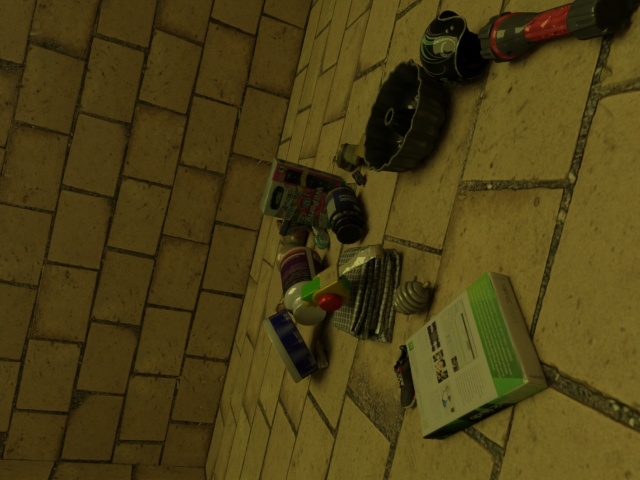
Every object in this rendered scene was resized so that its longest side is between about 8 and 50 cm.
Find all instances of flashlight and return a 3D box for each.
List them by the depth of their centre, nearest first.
[{"bbox_3d":[0.437,-0.416,0.880,0.304,0.103,0.103,-134,59,-68],"label":"flashlight"}]

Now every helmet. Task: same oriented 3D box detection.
[{"bbox_3d":[0.331,-0.486,1.137,0.161,0.169,0.170,40,117,50],"label":"helmet"}]

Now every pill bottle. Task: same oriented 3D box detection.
[{"bbox_3d":[0.088,-0.092,1.635,0.219,0.122,0.123,-101,30,-48],"label":"pill bottle"},{"bbox_3d":[-0.064,0.181,1.801,0.323,0.181,0.182,-104,32,-53],"label":"pill bottle"}]

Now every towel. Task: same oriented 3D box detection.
[{"bbox_3d":[0.127,0.158,1.370,0.235,0.121,0.284,168,113,-70],"label":"towel"}]

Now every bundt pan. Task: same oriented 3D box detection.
[{"bbox_3d":[0.253,-0.348,1.327,0.331,0.124,0.331,-168,90,-70],"label":"bundt pan"}]

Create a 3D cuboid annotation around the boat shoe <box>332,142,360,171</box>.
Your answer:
[{"bbox_3d":[0.098,-0.338,1.766,0.285,0.089,0.105,-170,97,-82],"label":"boat shoe"}]

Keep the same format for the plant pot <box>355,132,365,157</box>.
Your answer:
[{"bbox_3d":[0.186,-0.317,1.574,0.083,0.081,0.081,49,125,52],"label":"plant pot"}]

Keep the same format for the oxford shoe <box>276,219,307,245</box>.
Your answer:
[{"bbox_3d":[-0.167,-0.028,2.328,0.348,0.122,0.130,-139,58,-70],"label":"oxford shoe"}]

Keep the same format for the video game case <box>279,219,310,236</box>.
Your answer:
[{"bbox_3d":[-0.079,-0.162,2.061,0.248,0.035,0.275,-17,-51,-64],"label":"video game case"}]

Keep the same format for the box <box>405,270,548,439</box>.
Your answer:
[{"bbox_3d":[0.297,0.246,0.932,0.322,0.058,0.232,121,154,-46],"label":"box"}]

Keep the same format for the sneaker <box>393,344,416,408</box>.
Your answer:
[{"bbox_3d":[0.206,0.334,1.118,0.061,0.064,0.158,157,123,-67],"label":"sneaker"}]

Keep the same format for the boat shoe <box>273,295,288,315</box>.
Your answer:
[{"bbox_3d":[-0.144,0.256,1.860,0.059,0.063,0.170,-66,-6,32],"label":"boat shoe"}]

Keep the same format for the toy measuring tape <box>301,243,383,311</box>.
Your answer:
[{"bbox_3d":[0.074,0.116,1.265,0.330,0.121,0.122,-34,42,34],"label":"toy measuring tape"}]

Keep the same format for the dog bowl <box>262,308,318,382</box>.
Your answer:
[{"bbox_3d":[-0.114,0.397,1.708,0.265,0.104,0.265,58,170,16],"label":"dog bowl"}]

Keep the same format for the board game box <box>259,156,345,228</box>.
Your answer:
[{"bbox_3d":[-0.076,-0.193,1.884,0.097,0.303,0.224,-126,51,-63],"label":"board game box"}]

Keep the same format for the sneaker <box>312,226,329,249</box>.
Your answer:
[{"bbox_3d":[0.000,0.000,1.947,0.166,0.064,0.076,-103,15,-57],"label":"sneaker"}]

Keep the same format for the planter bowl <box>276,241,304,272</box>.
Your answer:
[{"bbox_3d":[-0.105,0.095,2.048,0.109,0.162,0.162,13,91,45],"label":"planter bowl"}]

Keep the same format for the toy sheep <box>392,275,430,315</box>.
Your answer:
[{"bbox_3d":[0.232,0.141,1.142,0.132,0.091,0.091,-55,28,36],"label":"toy sheep"}]

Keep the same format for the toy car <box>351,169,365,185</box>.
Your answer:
[{"bbox_3d":[0.168,-0.263,1.678,0.122,0.060,0.040,-55,-20,14],"label":"toy car"}]

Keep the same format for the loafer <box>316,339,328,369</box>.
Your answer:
[{"bbox_3d":[0.007,0.423,1.681,0.125,0.039,0.045,-97,-7,-50],"label":"loafer"}]
